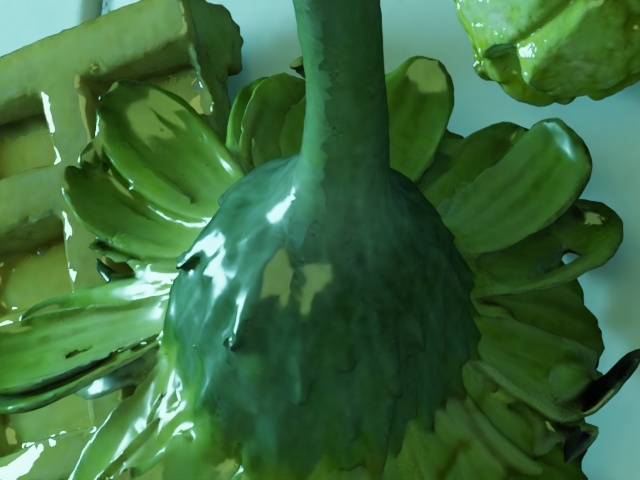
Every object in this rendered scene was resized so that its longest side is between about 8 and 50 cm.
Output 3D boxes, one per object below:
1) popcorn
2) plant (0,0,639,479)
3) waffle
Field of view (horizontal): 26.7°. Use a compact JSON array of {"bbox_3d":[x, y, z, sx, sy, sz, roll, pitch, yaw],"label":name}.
[{"bbox_3d":[0.116,-0.118,0.632,0.120,0.116,0.106,12,117,-11],"label":"popcorn"},{"bbox_3d":[0.027,0.025,0.546,0.297,0.261,0.306,-46,34,39],"label":"plant"},{"bbox_3d":[-0.166,0.061,0.731,0.304,0.077,0.348,-16,71,22],"label":"waffle"}]
